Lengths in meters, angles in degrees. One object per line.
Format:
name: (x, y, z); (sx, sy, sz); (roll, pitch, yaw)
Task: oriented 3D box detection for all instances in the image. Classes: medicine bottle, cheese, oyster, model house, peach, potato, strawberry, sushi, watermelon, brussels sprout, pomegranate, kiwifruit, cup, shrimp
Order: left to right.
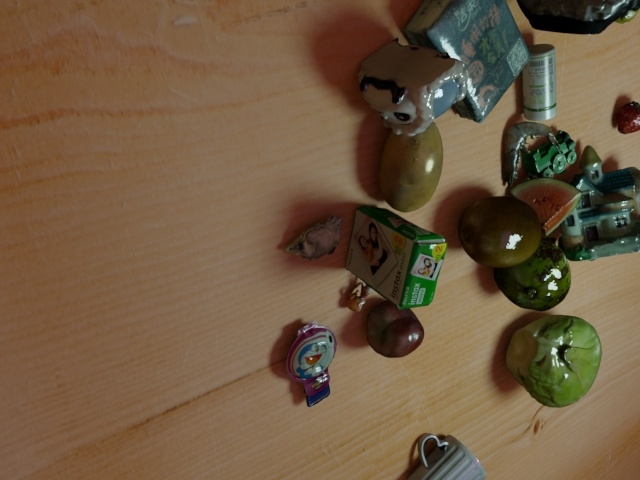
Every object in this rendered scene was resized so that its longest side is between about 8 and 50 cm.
cheese: (-0.016, 0.306, 1.583); (0.155, 0.062, 0.244); (-25, 123, -29)
oyster: (0.000, 0.000, 1.472); (0.121, 0.045, 0.146); (44, 73, -37)
peach: (0.198, 0.225, 1.663); (0.152, 0.152, 0.152); (-15, 118, -31)
potato: (0.211, -0.174, 1.505); (0.150, 0.146, 0.233); (1, 113, -2)
cup: (0.371, 0.716, 2.017); (0.202, 0.221, 0.167); (-39, 162, -14)
kiwifruit: (0.473, -0.024, 1.723); (0.234, 0.196, 0.195); (1, 109, -33)
shrimp: (0.575, -0.231, 1.766); (0.148, 0.035, 0.195); (-2, 118, 2)
medicine bottle: (0.574, -0.415, 1.696); (0.086, 0.086, 0.183); (-29, 124, -24)
pomegranate: (0.643, 0.079, 1.884); (0.277, 0.204, 0.221); (-25, 122, -27)
watermelon: (0.643, -0.094, 1.842); (0.145, 0.193, 0.137); (28, 69, -62)
brussels sprout: (0.758, 0.385, 2.087); (0.328, 0.247, 0.327); (-3, 96, -30)
sushi: (0.647, -0.643, 1.504); (0.285, 0.328, 0.328); (-11, 114, -45)
model house: (0.823, -0.123, 1.906); (0.194, 0.267, 0.324); (-23, 102, -76)
strawberry: (0.965, -0.378, 2.005); (0.106, 0.106, 0.106); (-15, 118, -31)

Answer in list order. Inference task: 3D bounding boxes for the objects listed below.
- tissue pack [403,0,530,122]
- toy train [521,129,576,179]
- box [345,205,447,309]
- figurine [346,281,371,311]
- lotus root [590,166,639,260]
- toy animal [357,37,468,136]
tissue pack: (0.354, -0.460, 1.501); (0.228, 0.103, 0.316); (-53, 131, -8)
toy train: (0.657, -0.241, 1.847); (0.178, 0.071, 0.104); (-34, 116, -19)
box: (0.168, 0.033, 1.478); (0.103, 0.250, 0.180); (-2, 111, -30)
figurine: (0.103, 0.127, 1.599); (0.047, 0.064, 0.109); (30, 105, -18)
lotus root: (0.924, -0.087, 2.059); (0.140, 0.158, 0.322); (28, 99, -31)
toy animal: (0.197, -0.321, 1.383); (0.204, 0.208, 0.156); (-43, 136, -17)
